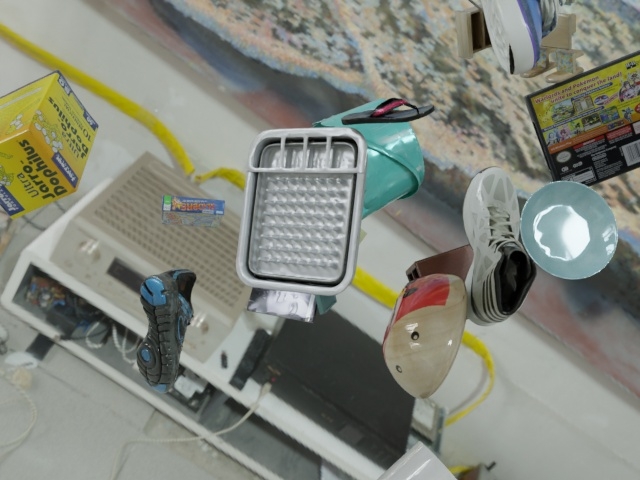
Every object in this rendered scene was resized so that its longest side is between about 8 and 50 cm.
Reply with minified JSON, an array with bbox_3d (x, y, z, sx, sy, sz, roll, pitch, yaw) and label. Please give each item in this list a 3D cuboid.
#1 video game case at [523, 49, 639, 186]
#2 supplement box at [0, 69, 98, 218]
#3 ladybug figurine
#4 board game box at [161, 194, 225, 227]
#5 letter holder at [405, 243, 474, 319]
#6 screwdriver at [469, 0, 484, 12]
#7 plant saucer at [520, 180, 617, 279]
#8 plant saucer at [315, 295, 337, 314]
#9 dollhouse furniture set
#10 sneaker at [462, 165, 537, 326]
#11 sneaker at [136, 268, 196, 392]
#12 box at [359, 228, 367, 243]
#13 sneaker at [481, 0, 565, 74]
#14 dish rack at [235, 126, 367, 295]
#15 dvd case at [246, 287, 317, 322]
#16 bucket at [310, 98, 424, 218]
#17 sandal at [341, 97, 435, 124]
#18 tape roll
[{"bbox_3d":[0.636,-0.264,1.528,0.035,0.274,0.248,-70,139,-81],"label":"video game case"},{"bbox_3d":[-0.734,-0.256,1.733,0.357,0.195,0.194,-100,165,-52],"label":"supplement box"},{"bbox_3d":[0.260,0.223,1.719,0.161,0.305,0.449,22,15,4],"label":"ladybug figurine"},{"bbox_3d":[-0.297,-0.064,1.545,0.136,0.201,0.035,4,82,-12],"label":"board game box"},{"bbox_3d":[0.457,0.137,2.126,0.301,0.152,0.215,-17,78,-9],"label":"letter holder"},{"bbox_3d":[0.303,-0.423,1.232,0.169,0.024,0.025,19,79,-46],"label":"screwdriver"},{"bbox_3d":[0.477,-0.018,1.305,0.195,0.195,0.037,44,-11,5],"label":"plant saucer"},{"bbox_3d":[0.005,0.111,1.796,0.018,0.192,0.067,20,47,39],"label":"plant saucer"},{"bbox_3d":[0.446,-0.472,1.501,0.160,0.212,0.242,-26,32,-23],"label":"dollhouse furniture set"},{"bbox_3d":[0.495,-0.004,1.767,0.169,0.257,0.448,7,78,-10],"label":"sneaker"},{"bbox_3d":[-0.374,0.231,1.694,0.125,0.341,0.139,23,26,25],"label":"sneaker"},{"bbox_3d":[0.000,0.000,2.360,0.213,0.243,0.117,39,-7,-22],"label":"box"},{"bbox_3d":[0.354,-0.398,0.977,0.130,0.236,0.323,63,19,-56],"label":"sneaker"},{"bbox_3d":[-0.031,-0.059,1.373,0.072,0.285,0.333,15,81,-59],"label":"dish rack"},{"bbox_3d":[-0.098,0.138,1.913,0.018,0.221,0.165,37,64,-58],"label":"dvd case"},{"bbox_3d":[0.112,-0.197,1.623,0.183,0.281,0.281,-26,65,-13],"label":"bucket"},{"bbox_3d":[0.123,-0.245,1.258,0.179,0.040,0.067,-1,22,17],"label":"sandal"},{"bbox_3d":[0.291,0.699,1.829,0.246,0.169,0.246,48,-9,10],"label":"tape roll"}]
